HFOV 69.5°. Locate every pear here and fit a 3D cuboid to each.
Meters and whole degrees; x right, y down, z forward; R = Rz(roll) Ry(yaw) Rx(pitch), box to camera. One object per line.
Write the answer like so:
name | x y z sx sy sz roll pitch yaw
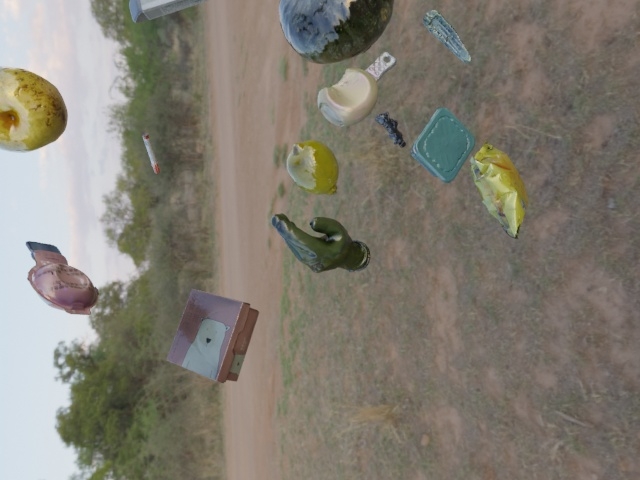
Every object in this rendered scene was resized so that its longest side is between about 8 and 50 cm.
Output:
pear | -0.901 -0.391 1.386 0.271 0.271 0.271 180 90 -73

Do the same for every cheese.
cheese | -0.700 0.097 1.238 0.074 0.189 0.286 -50 64 9
cheese | 0.123 -0.475 1.416 0.163 0.286 0.082 40 169 10

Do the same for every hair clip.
hair clip | 0.446 -0.705 1.603 0.066 0.229 0.036 -42 4 28

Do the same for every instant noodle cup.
instant noodle cup | 0.339 -0.265 1.309 0.179 0.157 0.070 -55 15 -17

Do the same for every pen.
pen | -0.728 -0.373 1.988 0.239 0.028 0.028 100 163 -58

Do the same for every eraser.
eraser | -0.498 -0.843 1.581 0.061 0.352 0.089 25 -130 -83

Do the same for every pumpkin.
pumpkin | 0.060 -0.887 1.761 0.454 0.344 0.454 -11 66 27

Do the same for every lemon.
lemon | -0.023 -0.270 1.734 0.248 0.184 0.184 50 180 -26

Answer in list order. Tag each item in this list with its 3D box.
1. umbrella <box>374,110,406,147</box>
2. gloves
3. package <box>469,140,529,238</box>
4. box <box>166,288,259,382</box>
umbrella | 0.368 -0.562 2.333 0.080 0.224 0.071 -1 53 48
gloves | 0.006 0.012 0.988 0.135 0.268 0.107 -41 44 29
package | 0.433 -0.128 1.111 0.090 0.168 0.226 -27 102 38
box | -0.296 0.260 1.274 0.215 0.086 0.215 8 73 35
